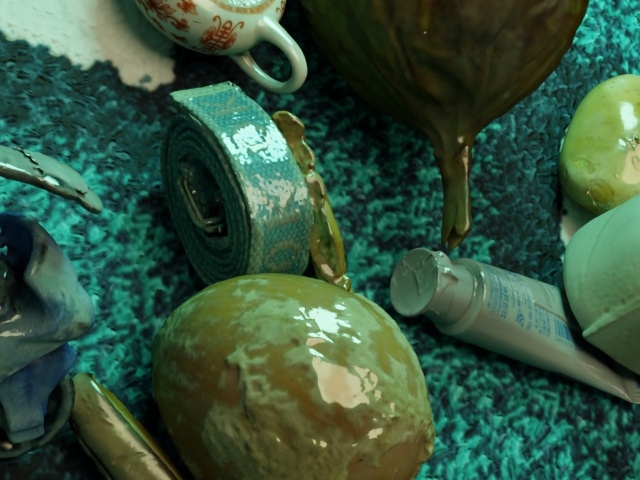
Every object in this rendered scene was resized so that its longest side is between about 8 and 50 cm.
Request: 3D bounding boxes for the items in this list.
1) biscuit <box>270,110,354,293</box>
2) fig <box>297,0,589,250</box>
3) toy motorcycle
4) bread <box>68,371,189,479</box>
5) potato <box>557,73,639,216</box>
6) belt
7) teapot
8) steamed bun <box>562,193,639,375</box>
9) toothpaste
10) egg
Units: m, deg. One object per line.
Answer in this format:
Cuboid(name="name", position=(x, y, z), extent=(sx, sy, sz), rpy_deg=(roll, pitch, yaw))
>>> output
Cuboid(name="biscuit", position=(0.001, 0.000, 1.691), extent=(0.033, 0.144, 0.224), rpy_deg=(-15, 86, -1))
Cuboid(name="fig", position=(0.107, -0.171, 1.815), extent=(0.286, 0.286, 0.369), rpy_deg=(15, 72, -31))
Cuboid(name="toy motorcycle", position=(-0.285, 0.048, 1.366), extent=(0.319, 0.241, 0.182), rpy_deg=(13, 51, -34))
Cuboid(name="bread", position=(-0.131, 0.195, 1.516), extent=(0.053, 0.073, 0.214), rpy_deg=(-39, 92, -4))
Cuboid(name="potato", position=(0.311, -0.094, 2.005), extent=(0.118, 0.109, 0.178), rpy_deg=(36, 52, -15))
Cuboid(name="belt", position=(-0.076, -0.035, 1.646), extent=(0.082, 0.148, 0.163), rpy_deg=(-10, 36, -31))
Cuboid(name="teapot", position=(-0.098, -0.233, 1.770), extent=(0.245, 0.116, 0.159), rpy_deg=(48, 33, -1))
Cuboid(name="steamed bun", position=(0.352, 0.039, 1.909), extent=(0.241, 0.146, 0.164), rpy_deg=(27, 46, -39))
Cuboid(name="toothpaste", position=(0.195, 0.076, 1.848), extent=(0.299, 0.073, 0.114), rpy_deg=(19, 46, -38))
Cuboid(name="egg", position=(-0.025, 0.124, 1.540), extent=(0.245, 0.203, 0.203), rpy_deg=(30, 40, 23))
